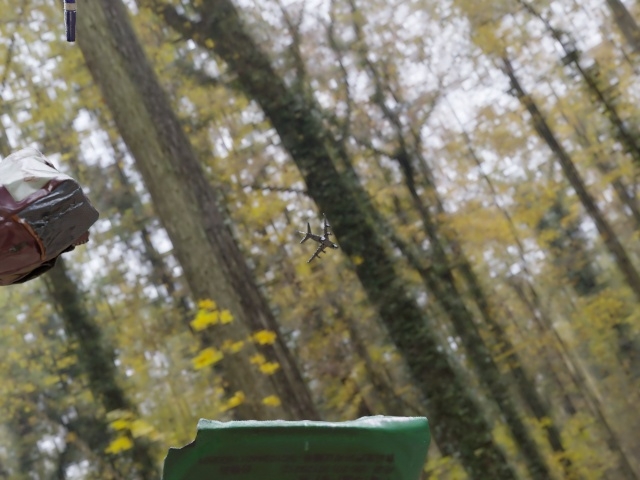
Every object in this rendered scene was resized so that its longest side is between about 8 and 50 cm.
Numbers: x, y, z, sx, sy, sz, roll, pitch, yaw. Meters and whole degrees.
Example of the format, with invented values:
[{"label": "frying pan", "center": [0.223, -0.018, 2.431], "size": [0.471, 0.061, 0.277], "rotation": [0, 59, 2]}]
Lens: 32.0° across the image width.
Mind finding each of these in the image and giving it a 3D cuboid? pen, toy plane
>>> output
[{"label": "pen", "center": [-0.475, -0.479, 2.114], "size": [0.025, 0.025, 0.204], "rotation": [-12, -64, -36]}, {"label": "toy plane", "center": [0.001, 0.000, 1.682], "size": [0.084, 0.078, 0.024], "rotation": [23, -7, -38]}]

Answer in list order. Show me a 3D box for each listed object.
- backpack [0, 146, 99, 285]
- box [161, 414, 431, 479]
[{"label": "backpack", "center": [-0.584, -0.014, 2.057], "size": [0.317, 0.197, 0.283], "rotation": [-39, 27, -14]}, {"label": "box", "center": [-0.048, 0.310, 1.161], "size": [0.264, 0.106, 0.337], "rotation": [3, -66, -15]}]
